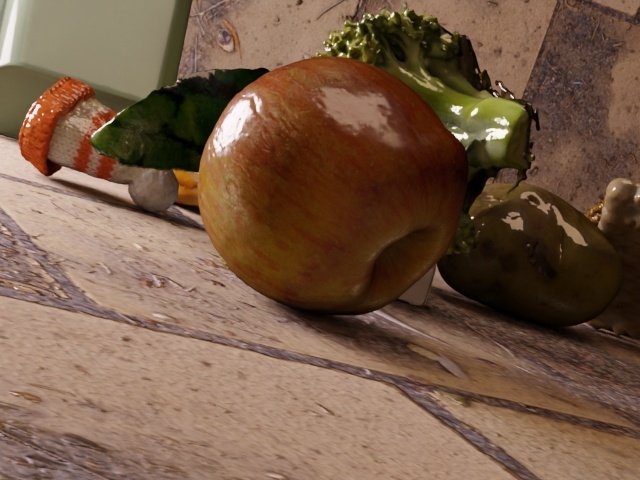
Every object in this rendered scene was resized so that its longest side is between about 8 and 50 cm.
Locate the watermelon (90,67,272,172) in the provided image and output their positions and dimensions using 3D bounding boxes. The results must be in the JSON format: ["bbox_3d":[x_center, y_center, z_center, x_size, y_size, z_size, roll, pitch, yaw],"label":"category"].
[{"bbox_3d":[-0.094,-0.102,1.601,0.129,0.123,0.301,-7,-4,26],"label":"watermelon"}]

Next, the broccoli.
[{"bbox_3d":[0.068,-0.097,1.534,0.180,0.243,0.273,-5,9,-18],"label":"broccoli"}]

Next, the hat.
[{"bbox_3d":[-0.211,-0.087,1.612,0.162,0.094,0.112,25,34,7],"label":"hat"}]

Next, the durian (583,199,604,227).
[{"bbox_3d":[0.402,0.009,2.309,0.186,0.154,0.260,-5,-2,36],"label":"durian"}]

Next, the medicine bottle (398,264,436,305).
[{"bbox_3d":[0.000,0.000,1.609,0.201,0.052,0.171,17,7,-17],"label":"medicine bottle"}]

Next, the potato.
[{"bbox_3d":[0.220,0.018,1.721,0.200,0.137,0.155,17,39,-14],"label":"potato"}]

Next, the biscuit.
[{"bbox_3d":[0.452,0.052,1.747,0.324,0.217,0.044,15,40,16],"label":"biscuit"}]

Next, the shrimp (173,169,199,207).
[{"bbox_3d":[-0.120,-0.069,1.818,0.150,0.068,0.248,14,10,16],"label":"shrimp"}]

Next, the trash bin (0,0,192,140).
[{"bbox_3d":[-0.266,-0.269,1.894,0.222,0.344,0.158,16,-34,-17],"label":"trash bin"}]

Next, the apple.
[{"bbox_3d":[0.009,-0.042,1.317,0.188,0.211,0.211,46,20,29],"label":"apple"}]
